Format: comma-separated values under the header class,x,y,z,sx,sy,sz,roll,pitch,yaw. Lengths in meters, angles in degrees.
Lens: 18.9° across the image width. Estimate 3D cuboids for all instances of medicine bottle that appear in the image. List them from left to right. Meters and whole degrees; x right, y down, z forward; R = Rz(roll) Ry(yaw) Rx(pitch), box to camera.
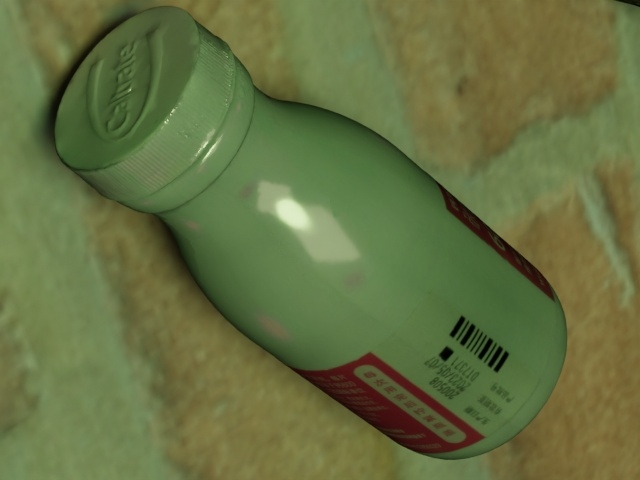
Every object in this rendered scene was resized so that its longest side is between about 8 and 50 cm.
class,x,y,z,sx,sy,sz,roll,pitch,yaw
medicine bottle,0.000,0.000,0.713,0.216,0.090,0.090,38,84,-38

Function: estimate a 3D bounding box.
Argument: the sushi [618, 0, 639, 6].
class,x,y,z,sx,sy,sz,roll,pitch,yaw
sushi,0.121,-0.152,0.718,0.291,0.131,0.139,11,103,-30
